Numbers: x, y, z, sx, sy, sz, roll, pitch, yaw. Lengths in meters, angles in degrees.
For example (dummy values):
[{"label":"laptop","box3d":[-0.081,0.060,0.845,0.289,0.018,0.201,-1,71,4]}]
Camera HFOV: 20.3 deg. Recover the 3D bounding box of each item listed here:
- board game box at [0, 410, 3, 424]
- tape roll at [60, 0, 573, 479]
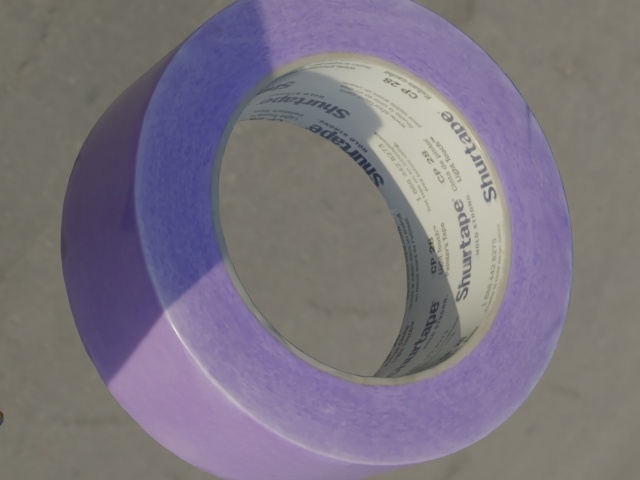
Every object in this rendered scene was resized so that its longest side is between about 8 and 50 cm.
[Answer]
[{"label":"board game box","box3d":[-0.384,0.006,0.509,0.356,0.356,0.356,-44,121,-13]},{"label":"tape roll","box3d":[0.000,0.000,0.698,0.189,0.189,0.080,-29,180,-31]}]
